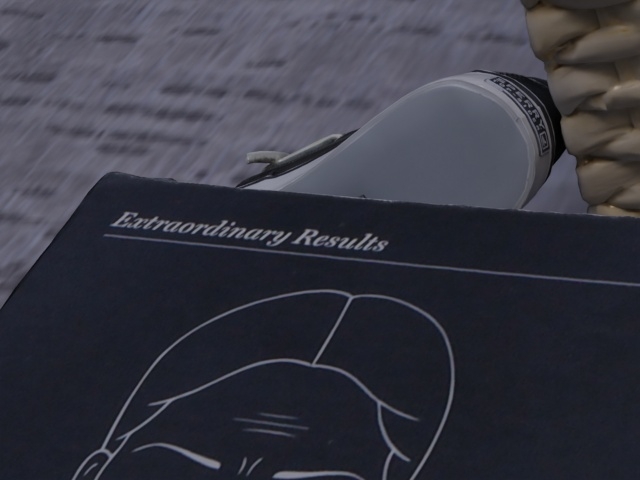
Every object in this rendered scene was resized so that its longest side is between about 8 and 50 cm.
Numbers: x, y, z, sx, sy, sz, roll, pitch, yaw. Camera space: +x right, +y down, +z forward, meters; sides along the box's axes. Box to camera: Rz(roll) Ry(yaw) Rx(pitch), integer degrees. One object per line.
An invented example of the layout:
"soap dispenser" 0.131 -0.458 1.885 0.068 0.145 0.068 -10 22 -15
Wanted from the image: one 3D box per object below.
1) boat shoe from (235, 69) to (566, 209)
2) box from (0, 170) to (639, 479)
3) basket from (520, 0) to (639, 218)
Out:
"boat shoe" -0.002 -0.004 0.967 0.306 0.113 0.105 -35 -4 27
"box" -0.015 0.183 0.609 0.293 0.212 0.395 5 43 28
"basket" 0.264 -0.182 0.869 0.331 0.328 0.266 -4 40 28
